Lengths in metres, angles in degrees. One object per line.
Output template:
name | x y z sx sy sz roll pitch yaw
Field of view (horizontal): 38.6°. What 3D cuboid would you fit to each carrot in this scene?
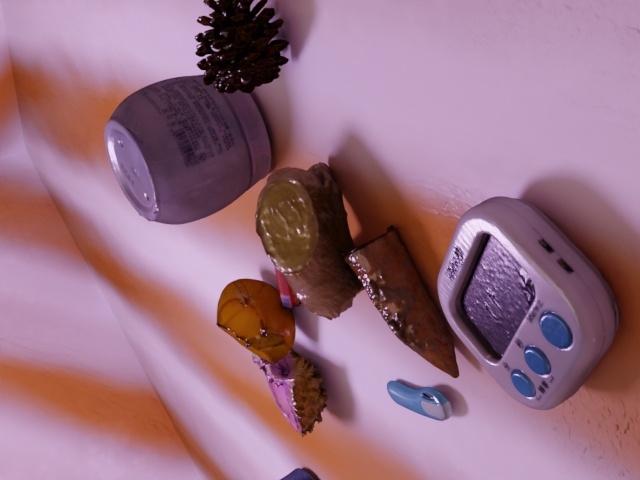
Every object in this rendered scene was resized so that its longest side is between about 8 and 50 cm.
carrot | 0.142 0.104 1.441 0.263 0.102 0.102 56 156 7

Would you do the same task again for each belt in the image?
belt | -0.048 0.675 2.405 0.141 0.082 0.190 62 156 1

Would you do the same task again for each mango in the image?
mango | -0.145 0.168 2.018 0.252 0.154 0.126 47 174 49

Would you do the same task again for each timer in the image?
timer | 0.257 0.078 1.155 0.237 0.087 0.262 53 154 26

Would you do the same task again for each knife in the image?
knife | 0.173 0.276 1.606 0.064 0.031 0.222 65 161 -8

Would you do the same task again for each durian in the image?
durian | -0.060 0.321 2.061 0.191 0.112 0.341 63 167 -18

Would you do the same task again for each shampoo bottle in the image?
shampoo bottle | -0.253 -0.179 1.765 0.273 0.266 0.273 43 147 38

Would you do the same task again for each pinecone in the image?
pinecone | -0.134 -0.337 1.505 0.163 0.162 0.165 151 105 -67

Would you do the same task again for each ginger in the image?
ginger | 0.000 0.000 1.543 0.130 0.221 0.276 -15 70 35

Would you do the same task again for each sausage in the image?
sausage | -0.073 0.075 1.919 0.050 0.048 0.145 -79 -17 -57
